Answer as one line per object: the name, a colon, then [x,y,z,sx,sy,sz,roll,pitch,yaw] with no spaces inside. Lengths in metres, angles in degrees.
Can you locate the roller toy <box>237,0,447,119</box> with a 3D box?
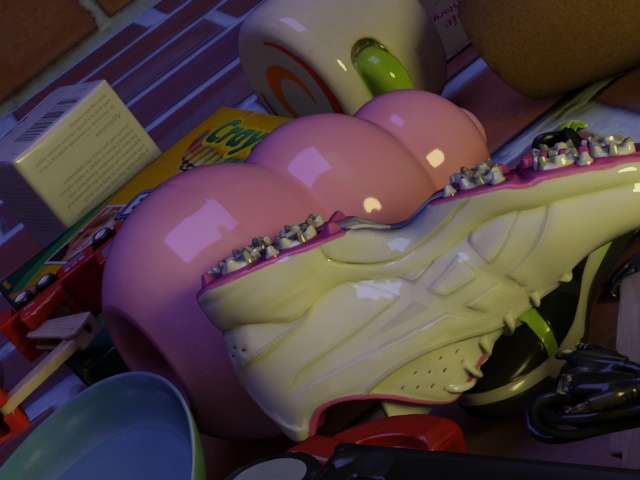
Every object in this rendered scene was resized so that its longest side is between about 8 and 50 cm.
roller toy: [0.024,-0.187,1.271,0.146,0.209,0.191,-43,-14,-21]

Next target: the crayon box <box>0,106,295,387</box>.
crayon box: [-0.125,0.012,1.203,0.313,0.106,0.363,-42,24,-14]

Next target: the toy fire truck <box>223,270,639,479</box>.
toy fire truck: [0.095,0.124,0.657,0.246,0.159,0.217,-27,19,-37]

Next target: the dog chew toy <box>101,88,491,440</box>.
dog chew toy: [0.000,0.000,0.952,0.332,0.207,0.206,-37,21,-25]

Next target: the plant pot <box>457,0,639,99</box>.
plant pot: [0.248,-0.240,1.066,0.254,0.237,0.237,-40,17,30]

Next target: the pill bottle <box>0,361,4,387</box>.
pill bottle: [-0.412,0.189,1.246,0.121,0.121,0.221,-24,25,27]

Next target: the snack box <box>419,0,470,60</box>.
snack box: [0.204,-0.364,1.378,0.322,0.187,0.060,-37,22,-3]

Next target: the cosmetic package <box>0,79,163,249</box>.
cosmetic package: [-0.281,-0.071,1.491,0.151,0.184,0.151,-46,25,-23]

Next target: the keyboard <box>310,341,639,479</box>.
keyboard: [0.123,0.098,0.390,0.317,0.033,0.201,0,31,38]

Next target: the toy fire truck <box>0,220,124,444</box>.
toy fire truck: [-0.212,0.072,1.017,0.192,0.047,0.135,-38,25,-1]

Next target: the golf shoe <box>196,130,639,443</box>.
golf shoe: [0.082,0.029,0.753,0.306,0.140,0.115,-18,4,19]

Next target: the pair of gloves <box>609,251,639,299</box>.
pair of gloves: [0.230,0.017,0.814,0.074,0.010,0.083,-42,22,-14]

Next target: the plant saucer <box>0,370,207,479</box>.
plant saucer: [-0.178,0.235,0.838,0.317,0.043,0.318,-35,33,27]

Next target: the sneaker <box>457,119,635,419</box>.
sneaker: [0.133,0.012,0.834,0.084,0.097,0.235,-19,30,47]
